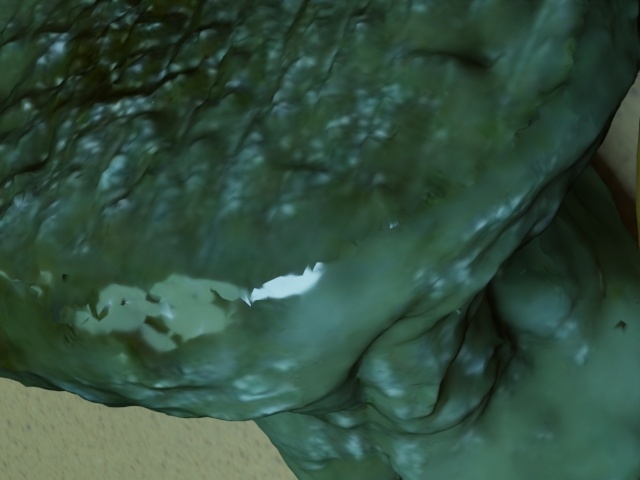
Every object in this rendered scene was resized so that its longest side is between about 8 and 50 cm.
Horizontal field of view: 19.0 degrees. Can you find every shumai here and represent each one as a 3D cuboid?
[{"bbox_3d":[0.000,0.000,0.866,0.397,0.324,0.323,6,143,41],"label":"shumai"}]

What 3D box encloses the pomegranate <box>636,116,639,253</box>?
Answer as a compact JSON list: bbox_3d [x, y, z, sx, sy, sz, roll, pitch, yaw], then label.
[{"bbox_3d":[0.276,-0.024,0.445,0.416,0.416,0.416,30,135,36],"label":"pomegranate"}]
